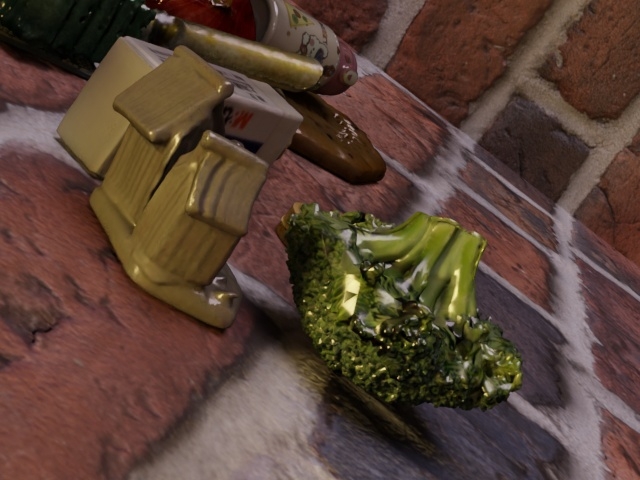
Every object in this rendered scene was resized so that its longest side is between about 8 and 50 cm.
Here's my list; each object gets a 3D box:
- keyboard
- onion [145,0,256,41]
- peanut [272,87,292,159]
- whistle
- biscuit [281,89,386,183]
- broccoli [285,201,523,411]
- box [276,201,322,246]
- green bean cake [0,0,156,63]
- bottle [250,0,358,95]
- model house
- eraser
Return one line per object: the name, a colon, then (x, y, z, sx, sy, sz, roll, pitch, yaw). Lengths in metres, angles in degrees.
keyboard: (-0.330, -0.227, 1.229, 0.176, 0.014, 0.055, 22, 25, -42)
onion: (-0.179, -0.330, 1.520, 0.248, 0.161, 0.248, -18, 90, -89)
peanut: (-0.089, -0.166, 1.434, 0.098, 0.090, 0.214, -10, 22, -3)
whistle: (-0.155, -0.252, 1.393, 0.326, 0.057, 0.068, 15, -7, -7)
biscuit: (-0.038, -0.211, 1.752, 0.359, 0.046, 0.359, 34, 15, -10)
broccoli: (0.076, 0.060, 0.985, 0.226, 0.176, 0.198, 5, 0, 25)
box: (0.000, 0.000, 1.248, 0.105, 0.037, 0.105, 35, 16, -11)
green bean cake: (-0.318, -0.304, 1.252, 0.208, 0.107, 0.193, 40, 16, 20)
bottle: (-0.037, -0.303, 1.708, 0.253, 0.120, 0.120, 17, 26, -50)
model house: (-0.117, -0.057, 0.938, 0.122, 0.188, 0.229, 6, 31, -34)
eraser: (-0.139, -0.123, 1.138, 0.081, 0.124, 0.279, 44, 17, 22)
